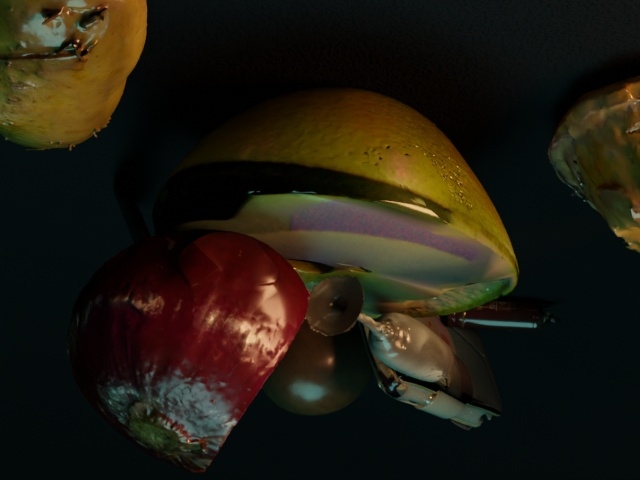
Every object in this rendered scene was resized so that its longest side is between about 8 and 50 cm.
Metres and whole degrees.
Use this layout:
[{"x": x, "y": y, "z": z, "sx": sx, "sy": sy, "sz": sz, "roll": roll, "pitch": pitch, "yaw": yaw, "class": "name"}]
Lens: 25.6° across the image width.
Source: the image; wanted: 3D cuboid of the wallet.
[{"x": 0.152, "y": 0.159, "z": 1.966, "sx": 0.075, "sy": 0.176, "sz": 0.250, "roll": -33, "pitch": 142, "yaw": 25, "class": "wallet"}]

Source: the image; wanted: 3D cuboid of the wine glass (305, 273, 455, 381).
[{"x": 0.075, "y": 0.104, "z": 1.530, "sx": 0.074, "sy": 0.074, "sz": 0.262, "roll": -7, "pitch": 159, "yaw": 28, "class": "wine glass"}]

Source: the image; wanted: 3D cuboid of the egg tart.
[{"x": 0.400, "y": -0.055, "z": 1.406, "sx": 0.352, "sy": 0.150, "sz": 0.352, "roll": 7, "pitch": 157, "yaw": 3, "class": "egg tart"}]

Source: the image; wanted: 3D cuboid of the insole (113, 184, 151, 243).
[{"x": -0.213, "y": -0.018, "z": 1.618, "sx": 0.012, "sy": 0.110, "sz": 0.309, "roll": -20, "pitch": -177, "yaw": -9, "class": "insole"}]

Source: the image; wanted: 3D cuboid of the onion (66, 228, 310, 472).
[{"x": -0.136, "y": 0.083, "z": 1.364, "sx": 0.207, "sy": 0.216, "sz": 0.206, "roll": 25, "pitch": 146, "yaw": -4, "class": "onion"}]

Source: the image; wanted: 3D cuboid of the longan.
[{"x": 0.003, "y": 0.169, "z": 2.064, "sx": 0.204, "sy": 0.159, "sz": 0.185, "roll": -27, "pitch": -171, "yaw": -22, "class": "longan"}]

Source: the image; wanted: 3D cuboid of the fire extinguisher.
[{"x": 0.257, "y": 0.105, "z": 1.976, "sx": 0.158, "sy": 0.043, "sz": 0.064, "roll": 4, "pitch": -172, "yaw": 6, "class": "fire extinguisher"}]

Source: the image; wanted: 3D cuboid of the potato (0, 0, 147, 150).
[{"x": -0.254, "y": -0.174, "z": 1.268, "sx": 0.173, "sy": 0.140, "sz": 0.300, "roll": 5, "pitch": 158, "yaw": -18, "class": "potato"}]

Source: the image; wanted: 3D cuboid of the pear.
[{"x": 0.016, "y": -0.047, "z": 1.483, "sx": 0.399, "sy": 0.165, "sz": 0.399, "roll": 7, "pitch": 160, "yaw": 3, "class": "pear"}]
